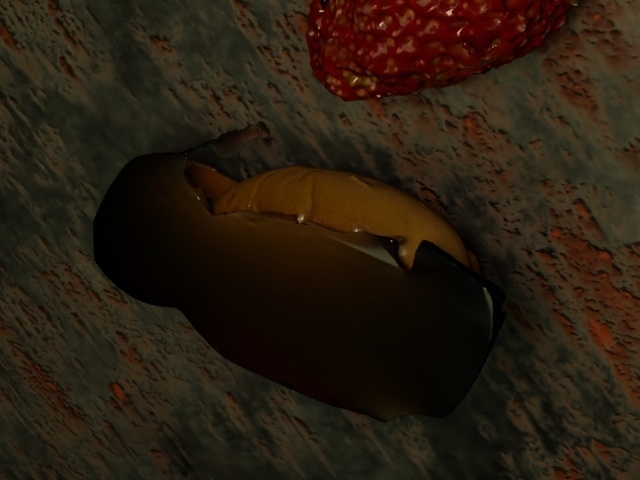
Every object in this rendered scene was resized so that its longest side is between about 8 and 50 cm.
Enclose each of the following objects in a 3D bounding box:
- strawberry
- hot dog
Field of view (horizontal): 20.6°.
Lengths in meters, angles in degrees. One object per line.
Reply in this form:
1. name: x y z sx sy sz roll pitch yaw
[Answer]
1. strawberry: 0.048 -0.168 1.130 0.228 0.098 0.174 -23 107 39
2. hot dog: 0.000 0.006 1.285 0.326 0.107 0.194 33 124 20
